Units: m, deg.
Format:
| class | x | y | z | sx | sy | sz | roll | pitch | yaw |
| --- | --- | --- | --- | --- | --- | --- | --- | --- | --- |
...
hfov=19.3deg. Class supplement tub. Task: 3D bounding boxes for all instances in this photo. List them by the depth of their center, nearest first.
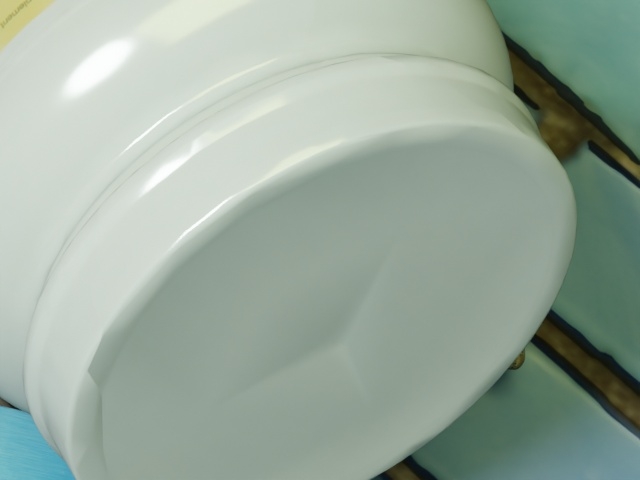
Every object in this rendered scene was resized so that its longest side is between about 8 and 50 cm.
| class | x | y | z | sx | sy | sz | roll | pitch | yaw |
| --- | --- | --- | --- | --- | --- | --- | --- | --- | --- |
| supplement tub | -0.072 | -0.075 | 0.751 | 0.241 | 0.241 | 0.331 | -18 | 52 | -22 |

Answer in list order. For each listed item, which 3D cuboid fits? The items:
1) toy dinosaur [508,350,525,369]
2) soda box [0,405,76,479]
| class | x | y | z | sx | sy | sz | roll | pitch | yaw |
| --- | --- | --- | --- | --- | --- | --- | --- | --- | --- |
| toy dinosaur | 0.000 | 0.000 | 0.876 | 0.211 | 0.064 | 0.112 | 46 | 43 | 4 |
| soda box | -0.173 | 0.099 | 0.741 | 0.210 | 0.067 | 0.071 | 15 | 60 | -17 |
